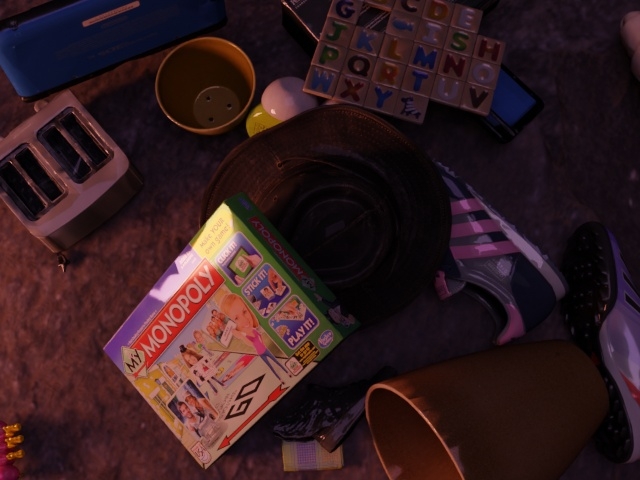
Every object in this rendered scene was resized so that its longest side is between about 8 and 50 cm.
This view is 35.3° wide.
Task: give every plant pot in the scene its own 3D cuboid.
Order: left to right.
[{"bbox_3d":[-0.150,-0.198,1.377,0.134,0.095,0.134,-1,76,3],"label":"plant pot"},{"bbox_3d":[0.226,0.232,1.256,0.254,0.237,0.237,-24,80,-20],"label":"plant pot"}]

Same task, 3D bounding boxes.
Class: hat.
[{"bbox_3d":[0.000,0.000,1.256,0.331,0.134,0.331,2,109,5],"label":"hat"}]

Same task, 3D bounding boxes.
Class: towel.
[{"bbox_3d":[-0.009,0.276,1.337,0.083,0.009,0.060,-5,80,-1],"label":"towel"}]

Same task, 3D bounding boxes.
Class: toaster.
[{"bbox_3d":[-0.346,-0.087,1.349,0.168,0.110,0.185,-40,83,-7],"label":"toaster"}]

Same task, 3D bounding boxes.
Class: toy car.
[{"bbox_3d":[-0.006,-0.154,1.362,0.182,0.159,0.136,15,44,1],"label":"toy car"}]

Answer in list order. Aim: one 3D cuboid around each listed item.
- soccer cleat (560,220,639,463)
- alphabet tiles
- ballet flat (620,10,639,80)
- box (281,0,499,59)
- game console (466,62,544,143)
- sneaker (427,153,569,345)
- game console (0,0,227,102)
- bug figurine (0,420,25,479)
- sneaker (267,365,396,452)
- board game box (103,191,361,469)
[{"bbox_3d":[0.402,0.130,1.333,0.116,0.108,0.318,-3,77,-22],"label":"soccer cleat"},{"bbox_3d":[0.117,-0.243,1.311,0.237,0.009,0.198,16,65,2],"label":"alphabet tiles"},{"bbox_3d":[0.490,-0.330,1.410,0.139,0.139,0.400,16,75,2],"label":"ballet flat"},{"bbox_3d":[0.101,-0.332,1.405,0.261,0.103,0.184,-39,86,-7],"label":"box"},{"bbox_3d":[0.241,-0.202,1.400,0.122,0.107,0.071,44,110,7],"label":"game console"},{"bbox_3d":[0.175,0.003,1.338,0.319,0.112,0.131,42,79,8],"label":"sneaker"},{"bbox_3d":[-0.288,-0.317,1.307,0.293,0.250,0.173,-24,75,-8],"label":"game console"},{"bbox_3d":[-0.466,0.341,1.287,0.279,0.072,0.216,-7,73,3],"label":"bug figurine"},{"bbox_3d":[0.017,0.211,1.326,0.089,0.051,0.170,38,73,16],"label":"sneaker"},{"bbox_3d":[-0.121,0.120,1.246,0.213,0.046,0.317,48,125,7],"label":"board game box"}]
